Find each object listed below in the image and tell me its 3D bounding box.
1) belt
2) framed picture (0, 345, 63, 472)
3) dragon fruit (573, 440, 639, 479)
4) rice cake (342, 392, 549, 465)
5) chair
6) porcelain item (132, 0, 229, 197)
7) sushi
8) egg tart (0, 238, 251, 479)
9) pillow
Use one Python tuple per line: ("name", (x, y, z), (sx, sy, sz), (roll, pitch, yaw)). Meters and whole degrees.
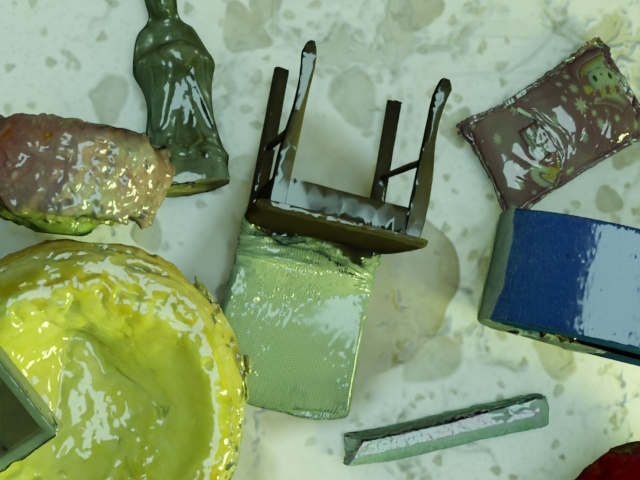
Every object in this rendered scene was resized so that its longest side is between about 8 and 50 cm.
("belt", (0.321, 0.061, 1.634), (0.346, 0.212, 0.117), (14, 86, -12))
("framed picture", (-0.406, 0.152, 1.507), (0.315, 0.024, 0.232), (-33, 99, 18))
("dragon fruit", (0.318, 0.296, 1.616), (0.252, 0.241, 0.241), (-28, 91, 3))
("rice cake", (0.119, 0.182, 1.684), (0.207, 0.033, 0.033), (-11, 98, -9))
("chair", (0.000, 0.000, 1.603), (0.160, 0.186, 0.319), (14, 82, -13))
("porcelain item", (-0.135, -0.152, 1.651), (0.081, 0.069, 0.216), (-7, 83, -5))
("sushi", (-0.253, -0.063, 1.548), (0.241, 0.161, 0.108), (10, 87, 9))
("egg tart", (-0.218, 0.152, 1.589), (0.314, 0.120, 0.315), (0, 87, -7))
("pillow", (0.229, -0.108, 1.714), (0.185, 0.043, 0.118), (-30, 86, -13))
